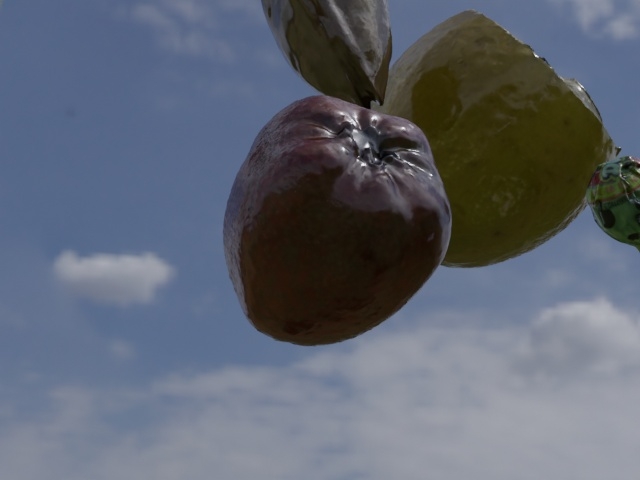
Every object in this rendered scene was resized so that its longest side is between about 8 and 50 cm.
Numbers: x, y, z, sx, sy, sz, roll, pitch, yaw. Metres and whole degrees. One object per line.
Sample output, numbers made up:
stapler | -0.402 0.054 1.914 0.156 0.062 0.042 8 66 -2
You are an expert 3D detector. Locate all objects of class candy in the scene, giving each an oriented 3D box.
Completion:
candy | 0.369 0.053 1.946 0.083 0.305 0.091 -16 10 38

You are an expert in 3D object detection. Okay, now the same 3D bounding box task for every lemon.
lemon | 0.210 -0.120 2.535 0.364 0.364 0.364 2 -20 1

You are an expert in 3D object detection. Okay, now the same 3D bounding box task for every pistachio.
pistachio | 0.020 -0.272 2.340 0.163 0.260 0.213 -26 -20 17

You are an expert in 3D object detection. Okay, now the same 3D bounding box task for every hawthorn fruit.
hawthorn fruit | 0.000 0.000 1.676 0.210 0.210 0.262 11 -43 -23

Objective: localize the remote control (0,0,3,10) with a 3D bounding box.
remote control | -0.379 -0.335 2.076 0.051 0.103 0.293 15 17 -16
